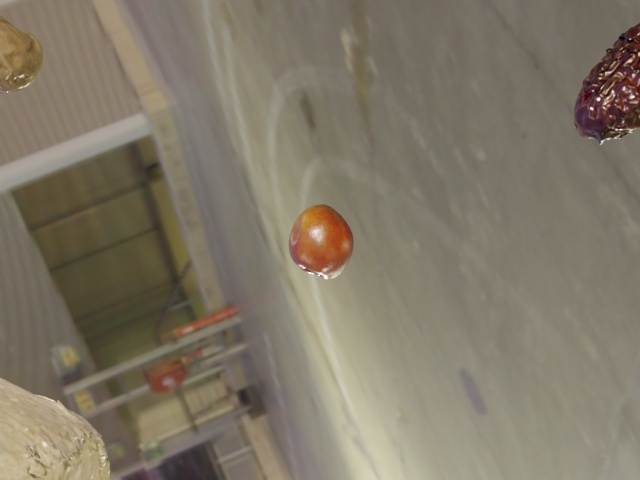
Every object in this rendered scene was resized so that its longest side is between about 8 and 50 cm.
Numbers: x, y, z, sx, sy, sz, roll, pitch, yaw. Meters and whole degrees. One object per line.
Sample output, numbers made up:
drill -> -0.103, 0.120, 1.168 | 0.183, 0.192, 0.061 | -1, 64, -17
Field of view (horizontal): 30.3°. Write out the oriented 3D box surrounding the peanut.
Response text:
peanut -> -0.397, -0.187, 1.215 | 0.085, 0.227, 0.104 | -24, 83, 62

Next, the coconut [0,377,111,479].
coconut -> -0.339, 0.243, 0.968 | 0.254, 0.297, 0.297 | 21, 148, 22

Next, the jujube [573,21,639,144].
jujube -> 0.336, -0.168, 1.237 | 0.104, 0.166, 0.104 | 35, 154, 19

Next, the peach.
peach -> 0.001, -0.001, 1.663 | 0.101, 0.100, 0.101 | 158, 90, -80
